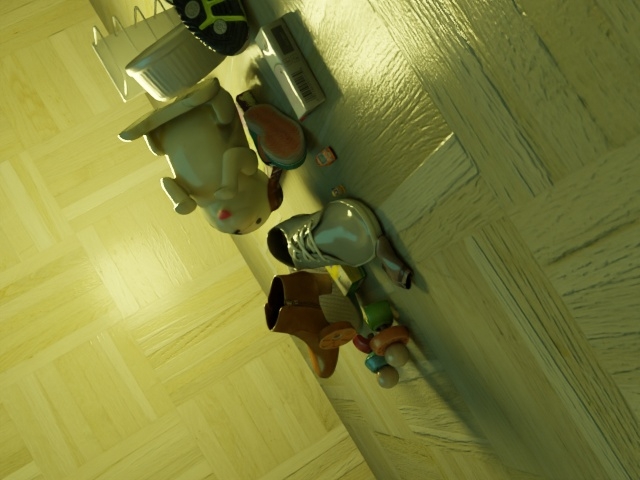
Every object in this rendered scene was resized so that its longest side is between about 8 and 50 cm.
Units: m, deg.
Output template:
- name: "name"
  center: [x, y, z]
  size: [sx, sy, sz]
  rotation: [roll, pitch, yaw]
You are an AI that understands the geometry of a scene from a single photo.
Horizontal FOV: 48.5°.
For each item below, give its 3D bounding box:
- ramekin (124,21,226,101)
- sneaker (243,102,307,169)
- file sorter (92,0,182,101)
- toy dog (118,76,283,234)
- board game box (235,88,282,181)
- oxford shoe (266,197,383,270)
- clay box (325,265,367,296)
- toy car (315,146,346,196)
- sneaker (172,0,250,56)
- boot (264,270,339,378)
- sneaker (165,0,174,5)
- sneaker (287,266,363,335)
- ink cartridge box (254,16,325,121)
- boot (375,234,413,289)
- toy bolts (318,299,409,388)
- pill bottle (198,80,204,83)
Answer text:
- name: "ramekin"
  center: [-0.360, -0.471, 1.832]
  size: [0.127, 0.273, 0.273]
  rotation: [54, 169, -22]
- name: "sneaker"
  center: [-0.096, -0.229, 1.722]
  size: [0.302, 0.108, 0.121]
  rotation: [55, 169, 53]
- name: "file sorter"
  center: [-0.487, -0.565, 2.034]
  size: [0.193, 0.277, 0.173]
  rotation: [60, 165, 0]
- name: "toy dog"
  center: [-0.283, -0.195, 1.884]
  size: [0.408, 0.284, 0.395]
  rotation: [61, -170, -18]
- name: "board game box"
  center: [-0.181, -0.272, 2.043]
  size: [0.208, 0.056, 0.347]
  rotation: [62, 167, 7]
- name: "oxford shoe"
  center: [0.000, 0.000, 1.697]
  size: [0.449, 0.130, 0.169]
  rotation: [-6, 107, 61]
- name: "clay box"
  center: [0.034, 0.031, 1.884]
  size: [0.222, 0.053, 0.127]
  rotation: [58, 163, 14]
- name: "toy car"
  center: [0.024, -0.148, 1.578]
  size: [0.122, 0.040, 0.060]
  rotation: [64, 166, -17]
- name: "sneaker"
  center: [-0.271, -0.571, 1.634]
  size: [0.385, 0.145, 0.147]
  rotation: [53, -164, 16]
- name: "boot"
  center: [-0.055, 0.225, 1.824]
  size: [0.104, 0.211, 0.295]
  rotation: [0, 93, 41]
- name: "sneaker"
  center: [-0.410, -0.721, 1.803]
  size: [0.153, 0.099, 0.282]
  rotation: [49, 170, 53]
- name: "sneaker"
  center: [0.009, 0.122, 2.015]
  size: [0.366, 0.135, 0.150]
  rotation: [66, -173, 19]
- name: "ink cartridge box"
  center: [-0.080, -0.345, 1.515]
  size: [0.189, 0.066, 0.232]
  rotation: [61, 162, -5]
- name: "boot"
  center: [0.161, 0.050, 1.516]
  size: [0.087, 0.042, 0.118]
  rotation: [39, 157, 41]
- name: "toy bolts"
  center: [0.124, 0.289, 1.795]
  size: [0.228, 0.218, 0.159]
  rotation: [69, 178, -60]
- name: "pill bottle"
  center: [-0.379, -0.462, 2.259]
  size: [0.087, 0.087, 0.160]
  rotation: [63, 165, -15]
